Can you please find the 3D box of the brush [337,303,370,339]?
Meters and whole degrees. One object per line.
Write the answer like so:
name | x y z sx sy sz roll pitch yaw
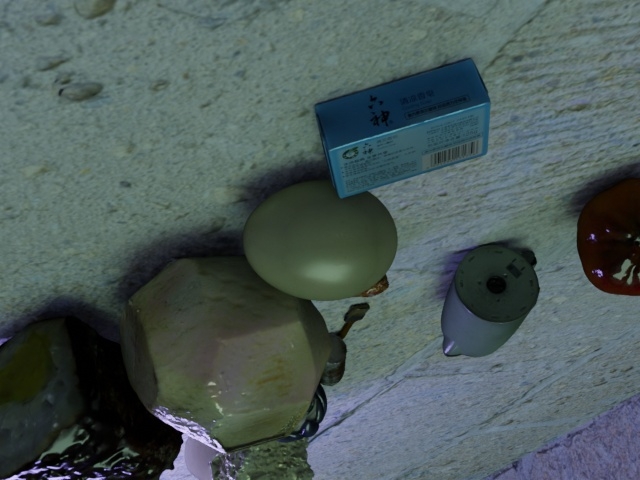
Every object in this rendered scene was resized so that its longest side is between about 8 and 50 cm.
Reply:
brush | 0.063 0.176 2.073 0.043 0.014 0.170 -6 153 -19

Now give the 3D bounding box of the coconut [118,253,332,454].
coconut | -0.149 0.183 1.622 0.353 0.352 0.352 -14 154 -7

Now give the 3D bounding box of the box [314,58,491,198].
box | 0.117 -0.154 1.377 0.232 0.083 0.142 -16 155 0

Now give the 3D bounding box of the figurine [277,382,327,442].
figurine | -0.085 0.326 2.081 0.175 0.197 0.265 -18 134 3

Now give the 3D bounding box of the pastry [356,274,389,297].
pastry | 0.042 0.074 1.811 0.169 0.063 0.087 -1 156 -24

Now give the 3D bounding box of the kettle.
kettle | 0.355 0.120 1.998 0.240 0.165 0.255 -40 161 -19

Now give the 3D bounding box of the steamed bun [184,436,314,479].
steamed bun | -0.146 0.472 2.311 0.290 0.273 0.272 19 94 -56

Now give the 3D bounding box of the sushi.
sushi | -0.433 0.301 1.698 0.299 0.281 0.294 -18 151 25

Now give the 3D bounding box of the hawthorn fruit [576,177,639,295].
hawthorn fruit | 0.585 0.000 1.845 0.224 0.224 0.261 -21 174 7

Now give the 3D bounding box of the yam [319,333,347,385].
yam | 0.020 0.264 2.147 0.079 0.079 0.141 -12 151 -10

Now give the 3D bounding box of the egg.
egg | 0.000 0.000 1.489 0.242 0.186 0.186 -3 151 -18
